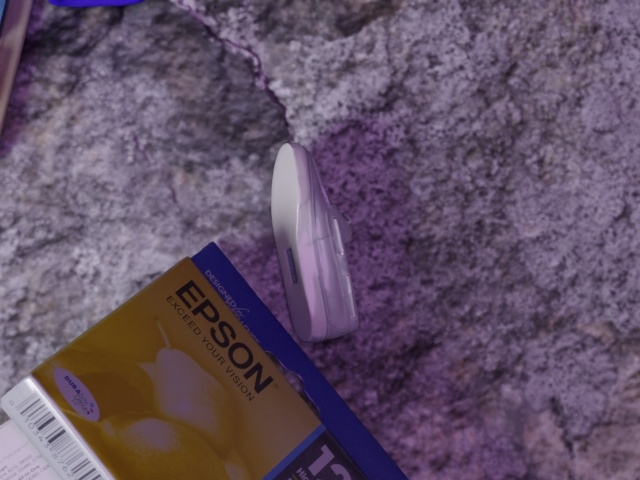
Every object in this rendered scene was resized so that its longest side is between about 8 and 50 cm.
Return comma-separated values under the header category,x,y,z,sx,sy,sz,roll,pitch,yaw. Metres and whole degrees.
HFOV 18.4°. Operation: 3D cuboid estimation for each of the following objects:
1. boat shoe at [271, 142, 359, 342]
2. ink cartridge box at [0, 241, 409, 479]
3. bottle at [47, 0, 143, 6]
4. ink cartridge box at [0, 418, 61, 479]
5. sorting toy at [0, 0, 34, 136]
category,x,y,z,sx,sy,sz,roll,pitch,yaw
boat shoe,0.000,0.000,1.810,0.063,0.066,0.184,-6,79,-26
ink cartridge box,-0.073,0.170,1.689,0.303,0.072,0.307,50,46,0
bottle,-0.213,-0.359,1.812,0.118,0.092,0.283,-4,81,-15
ink cartridge box,-0.220,0.245,1.683,0.086,0.148,0.203,-34,89,-12
sorting toy,-0.367,-0.185,1.783,0.193,0.038,0.208,13,79,-8
